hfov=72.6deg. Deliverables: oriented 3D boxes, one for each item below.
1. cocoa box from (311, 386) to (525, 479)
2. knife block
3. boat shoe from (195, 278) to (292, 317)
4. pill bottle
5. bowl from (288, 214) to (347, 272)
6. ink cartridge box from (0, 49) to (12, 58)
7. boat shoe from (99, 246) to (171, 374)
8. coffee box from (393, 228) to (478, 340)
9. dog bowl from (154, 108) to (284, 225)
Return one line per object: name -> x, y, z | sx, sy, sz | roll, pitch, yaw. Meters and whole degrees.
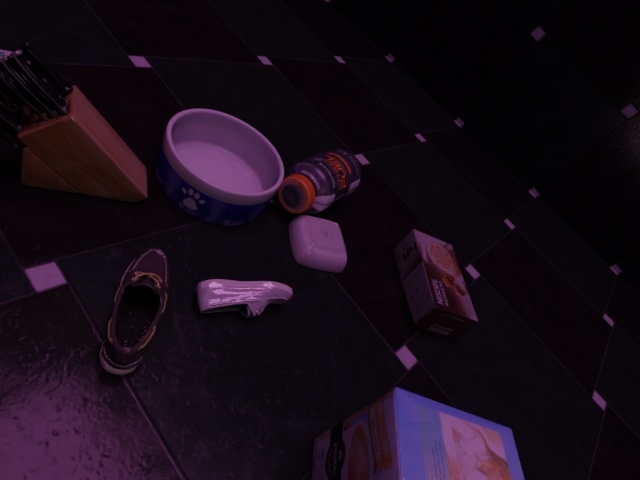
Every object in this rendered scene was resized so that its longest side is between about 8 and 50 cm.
cocoa box -> 0.132, 0.420, 0.568 | 0.231, 0.228, 0.347 | 24, 41, -18
knife block -> -0.408, -0.191, 0.725 | 0.275, 0.242, 0.088 | 9, 48, -33
boat shoe -> -0.134, 0.110, 0.798 | 0.184, 0.066, 0.063 | 10, 61, -35
pill bottle -> -0.005, -0.142, 1.083 | 0.130, 0.130, 0.245 | 44, 36, 7
bowl -> 0.000, 0.000, 1.018 | 0.141, 0.053, 0.142 | 14, 46, -28
ink cartridge box -> -0.658, -0.299, 0.753 | 0.224, 0.056, 0.181 | 0, 38, -40
boat shoe -> -0.279, 0.093, 0.688 | 0.081, 0.069, 0.228 | 20, 42, -22
coffee box -> 0.282, 0.109, 1.099 | 0.141, 0.098, 0.247 | 20, 42, -22
dog bowl -> -0.219, -0.163, 0.960 | 0.264, 0.104, 0.265 | 22, 41, -20
